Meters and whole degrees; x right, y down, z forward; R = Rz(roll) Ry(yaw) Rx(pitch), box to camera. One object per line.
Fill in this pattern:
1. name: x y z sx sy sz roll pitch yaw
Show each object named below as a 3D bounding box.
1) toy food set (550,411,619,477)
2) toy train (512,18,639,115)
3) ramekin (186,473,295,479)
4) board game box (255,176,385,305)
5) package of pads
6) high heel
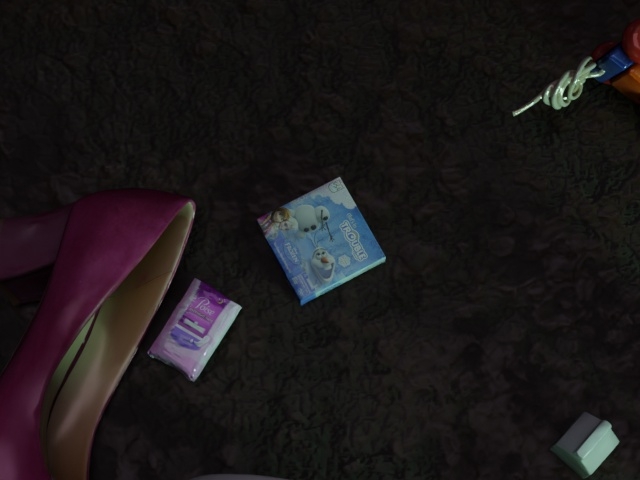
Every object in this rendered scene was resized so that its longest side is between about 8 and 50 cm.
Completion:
1. toy food set: 0.273 0.177 1.075 0.111 0.104 0.232 43 78 12
2. toy train: 0.313 -0.132 1.176 0.248 0.105 0.143 -37 90 -10
3. ramekin: -0.026 0.276 0.976 0.273 0.273 0.127 11 62 4
4. board game box: 0.000 0.000 1.174 0.090 0.020 0.090 -27 75 -9
5. package of pads: -0.113 0.081 1.145 0.050 0.032 0.083 31 76 6
6. high heel: -0.189 0.129 1.077 0.181 0.127 0.377 -10 70 9
